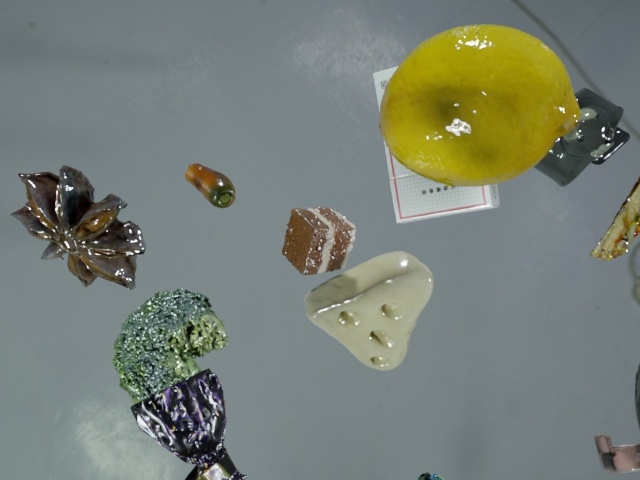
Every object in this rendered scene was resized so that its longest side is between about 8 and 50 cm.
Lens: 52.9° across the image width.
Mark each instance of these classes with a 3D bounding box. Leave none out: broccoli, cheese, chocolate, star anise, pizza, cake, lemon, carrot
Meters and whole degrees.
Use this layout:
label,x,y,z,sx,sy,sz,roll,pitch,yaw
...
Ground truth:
label,x,y,z,sx,sy,sz,roll,pitch,yaw
broccoli,-0.365,0.283,1.677,0.302,0.375,0.249,40,115,-20
cheese,0.180,0.187,1.682,0.328,0.130,0.351,-33,124,23
chocolate,-0.076,0.164,0.431,0.070,0.072,0.147,-25,77,24
star anise,-0.506,-0.027,1.367,0.331,0.118,0.332,10,128,13
pizza,0.460,-0.027,0.966,0.036,0.176,0.185,33,134,28
cake,0.000,0.000,1.579,0.147,0.134,0.135,0,120,-35
lemon,0.218,-0.193,0.933,0.263,0.236,0.236,-6,94,2
carrot,-0.293,-0.152,1.743,0.087,0.193,0.087,-18,126,-26

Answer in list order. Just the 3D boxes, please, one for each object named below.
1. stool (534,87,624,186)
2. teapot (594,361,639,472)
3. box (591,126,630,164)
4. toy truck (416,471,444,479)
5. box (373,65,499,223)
label,x,y,z,sx,sy,sz,roll,pitch,yaw
stool,0.404,-0.190,1.051,0.139,0.228,0.153,36,79,8
teapot,0.494,0.237,0.781,0.300,0.344,0.253,-13,58,19
box,0.617,-0.236,1.464,0.125,0.027,0.126,-37,62,-21
toy truck,0.279,0.602,1.573,0.080,0.154,0.078,39,94,14
box,0.247,-0.215,1.368,0.210,0.095,0.331,-9,91,28
